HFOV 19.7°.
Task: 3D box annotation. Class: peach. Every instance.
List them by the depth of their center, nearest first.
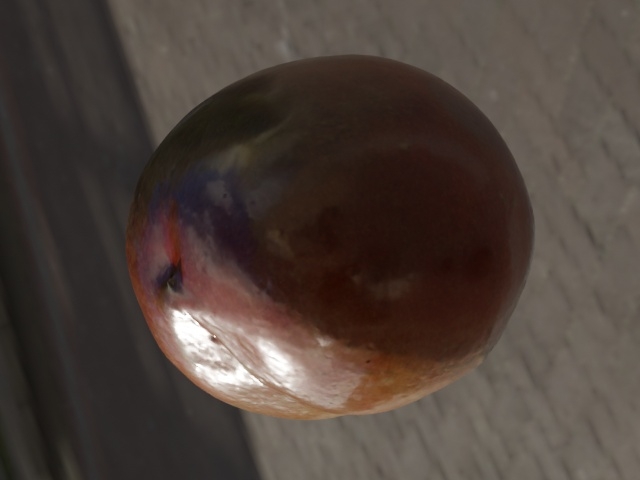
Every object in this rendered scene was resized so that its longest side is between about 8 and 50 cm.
[{"bbox_3d":[0.000,0.000,1.157,0.252,0.252,0.252,56,159,36],"label":"peach"}]
